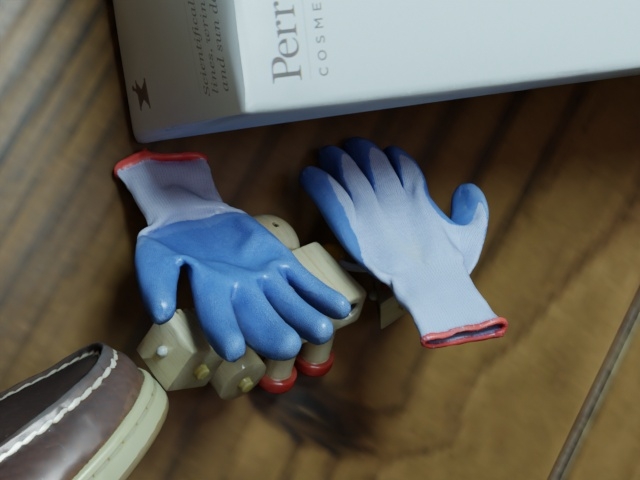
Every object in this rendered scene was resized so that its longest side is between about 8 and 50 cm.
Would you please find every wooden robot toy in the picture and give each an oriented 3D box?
[{"bbox_3d":[-0.028,0.026,0.985,0.173,0.076,0.079,-20,58,-37],"label":"wooden robot toy"}]

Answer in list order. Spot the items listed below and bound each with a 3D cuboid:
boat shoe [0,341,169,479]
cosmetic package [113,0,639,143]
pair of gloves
[{"bbox_3d":[-0.225,0.125,0.845,0.342,0.123,0.123,-32,102,-18],"label":"boat shoe"},{"bbox_3d":[0.089,-0.178,0.992,0.385,0.156,0.217,-11,94,-27],"label":"cosmetic package"},{"bbox_3d":[0.000,0.000,0.954,0.198,0.159,0.023,-6,131,-24],"label":"pair of gloves"}]
